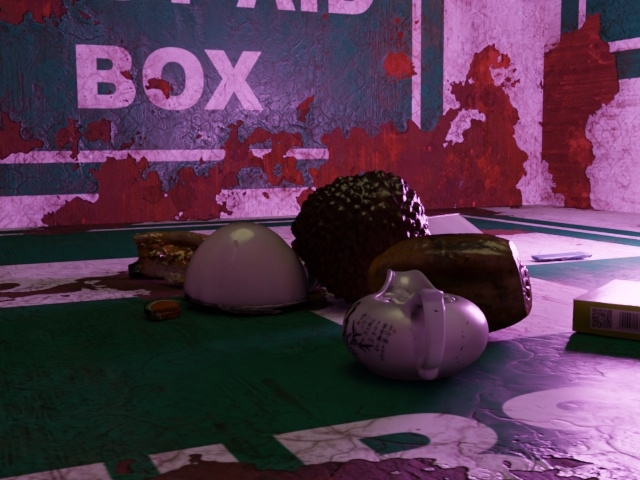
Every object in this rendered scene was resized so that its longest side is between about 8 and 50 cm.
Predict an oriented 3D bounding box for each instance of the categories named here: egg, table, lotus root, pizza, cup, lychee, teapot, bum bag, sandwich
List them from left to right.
[{"bbox_3d":[-0.306,0.135,1.599,0.069,0.026,0.101,3,9,-10],"label":"sandwich"},{"bbox_3d":[-0.386,0.070,2.094,0.198,0.049,0.087,0,29,0],"label":"bum bag"},{"bbox_3d":[-0.329,0.043,2.003,0.365,0.073,0.182,17,35,35],"label":"pizza"},{"bbox_3d":[-0.149,0.047,1.720,0.264,0.174,0.286,4,4,6],"label":"egg"},{"bbox_3d":[-0.041,0.083,1.883,0.104,0.074,0.116,-24,-4,15],"label":"cup"},{"bbox_3d":[0.085,-0.011,1.694,0.276,0.304,0.275,-16,-28,-9],"label":"lychee"},{"bbox_3d":[0.141,0.118,1.184,0.208,0.165,0.300,11,-5,-5],"label":"teapot"},{"bbox_3d":[0.307,0.015,2.129,0.240,0.111,0.121,-6,41,-46],"label":"table"},{"bbox_3d":[0.227,0.074,1.451,0.291,0.193,0.193,-1,5,28],"label":"lotus root"}]

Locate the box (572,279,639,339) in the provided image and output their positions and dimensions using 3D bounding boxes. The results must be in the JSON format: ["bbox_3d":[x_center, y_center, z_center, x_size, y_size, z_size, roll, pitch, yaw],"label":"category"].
[{"bbox_3d":[0.578,0.122,1.483,0.175,0.062,0.260,4,9,35],"label":"box"}]

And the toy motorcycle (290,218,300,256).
[{"bbox_3d":[0.000,0.001,2.463,0.213,0.122,0.082,10,24,-28],"label":"toy motorcycle"}]

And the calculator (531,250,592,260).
[{"bbox_3d":[0.680,0.045,2.337,0.172,0.018,0.057,-3,6,-20],"label":"calculator"}]
